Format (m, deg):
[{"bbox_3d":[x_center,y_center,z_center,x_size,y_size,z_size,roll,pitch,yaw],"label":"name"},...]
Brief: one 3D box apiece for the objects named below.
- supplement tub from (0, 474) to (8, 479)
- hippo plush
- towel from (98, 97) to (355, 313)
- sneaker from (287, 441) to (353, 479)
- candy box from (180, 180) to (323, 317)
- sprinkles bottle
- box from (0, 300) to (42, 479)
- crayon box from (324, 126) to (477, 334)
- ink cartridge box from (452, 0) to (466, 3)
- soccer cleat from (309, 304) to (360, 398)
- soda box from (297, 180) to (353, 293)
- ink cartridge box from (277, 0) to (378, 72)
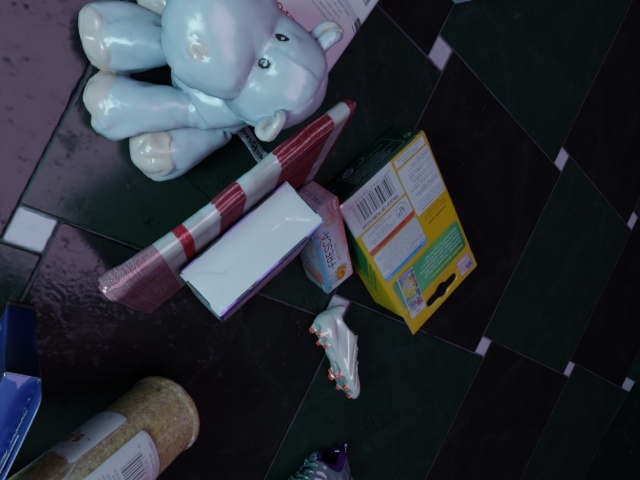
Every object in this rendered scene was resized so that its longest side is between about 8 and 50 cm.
[{"bbox_3d":[-0.448,0.372,0.515,0.200,0.144,0.144,-16,113,-30],"label":"supplement tub"},{"bbox_3d":[-0.112,-0.161,0.521,0.294,0.237,0.234,37,82,-36],"label":"hippo plush"},{"bbox_3d":[-0.109,-0.034,0.582,0.329,0.237,0.037,-41,90,-18],"label":"towel"},{"bbox_3d":[-0.037,0.454,0.882,0.224,0.083,0.098,-3,85,-39],"label":"sneaker"},{"bbox_3d":[-0.092,0.026,0.619,0.165,0.196,0.070,-43,89,-16],"label":"candy box"},{"bbox_3d":[-0.282,0.288,0.509,0.355,0.121,0.121,-34,129,-64],"label":"sprinkles bottle"},{"bbox_3d":[-0.334,0.163,0.477,0.037,0.225,0.136,27,88,-37],"label":"box"},{"bbox_3d":[0.148,-0.011,0.845,0.203,0.083,0.322,-43,123,-16],"label":"crayon box"},{"bbox_3d":[0.264,-0.471,0.775,0.052,0.089,0.122,14,96,-37],"label":"ink cartridge box"},{"bbox_3d":[0.045,0.208,0.855,0.076,0.068,0.196,-33,118,-25],"label":"soccer cleat"},{"bbox_3d":[0.000,0.000,0.729,0.063,0.058,0.183,-37,140,-20],"label":"soda box"},{"bbox_3d":[-0.007,-0.339,0.635,0.140,0.082,0.190,39,83,-36],"label":"ink cartridge box"}]
